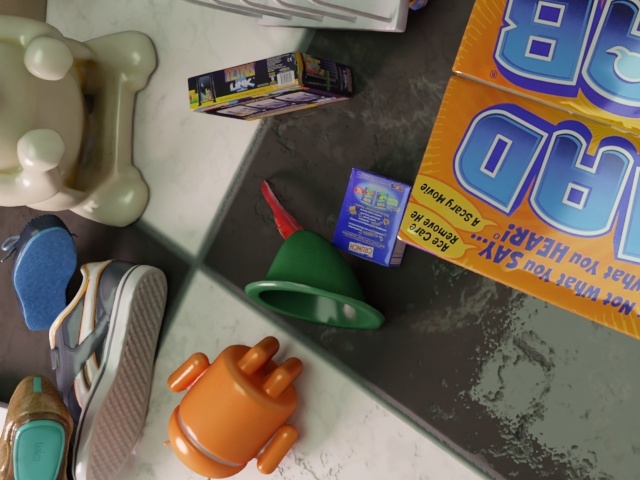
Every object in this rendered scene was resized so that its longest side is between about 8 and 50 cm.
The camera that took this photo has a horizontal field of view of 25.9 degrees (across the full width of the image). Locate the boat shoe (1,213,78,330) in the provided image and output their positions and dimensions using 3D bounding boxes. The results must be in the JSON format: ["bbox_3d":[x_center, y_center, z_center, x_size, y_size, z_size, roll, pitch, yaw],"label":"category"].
[{"bbox_3d":[-0.409,0.035,1.979,0.258,0.109,0.089,116,139,-51],"label":"boat shoe"}]

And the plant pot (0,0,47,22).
[{"bbox_3d":[-0.489,-0.325,2.099,0.109,0.096,0.109,4,89,31],"label":"plant pot"}]

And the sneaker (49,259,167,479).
[{"bbox_3d":[-0.314,0.184,1.964,0.127,0.126,0.321,12,85,26],"label":"sneaker"}]

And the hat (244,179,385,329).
[{"bbox_3d":[0.000,0.000,1.785,0.208,0.173,0.183,12,73,5],"label":"hat"}]

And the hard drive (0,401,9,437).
[{"bbox_3d":[-0.489,0.402,2.071,0.210,0.040,0.319,10,93,30],"label":"hard drive"}]

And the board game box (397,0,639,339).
[{"bbox_3d":[0.359,-0.102,1.440,0.356,0.356,0.356,23,100,29],"label":"board game box"}]

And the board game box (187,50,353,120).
[{"bbox_3d":[-0.064,-0.200,1.818,0.170,0.141,0.048,-9,85,30],"label":"board game box"}]

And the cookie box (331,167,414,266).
[{"bbox_3d":[0.072,-0.029,1.790,0.092,0.040,0.107,21,98,30],"label":"cookie box"}]

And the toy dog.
[{"bbox_3d":[-0.472,-0.192,1.904,0.395,0.408,0.285,14,95,30],"label":"toy dog"}]

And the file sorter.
[{"bbox_3d":[-0.033,-0.375,1.747,0.277,0.173,0.193,12,95,48],"label":"file sorter"}]

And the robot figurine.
[{"bbox_3d":[-0.118,0.225,1.844,0.219,0.158,0.128,-50,33,19],"label":"robot figurine"}]

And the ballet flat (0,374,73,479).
[{"bbox_3d":[-0.407,0.316,1.924,0.124,0.116,0.342,-108,25,-47],"label":"ballet flat"}]

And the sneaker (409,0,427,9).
[{"bbox_3d":[0.133,-0.337,1.752,0.185,0.069,0.084,-19,76,38],"label":"sneaker"}]
